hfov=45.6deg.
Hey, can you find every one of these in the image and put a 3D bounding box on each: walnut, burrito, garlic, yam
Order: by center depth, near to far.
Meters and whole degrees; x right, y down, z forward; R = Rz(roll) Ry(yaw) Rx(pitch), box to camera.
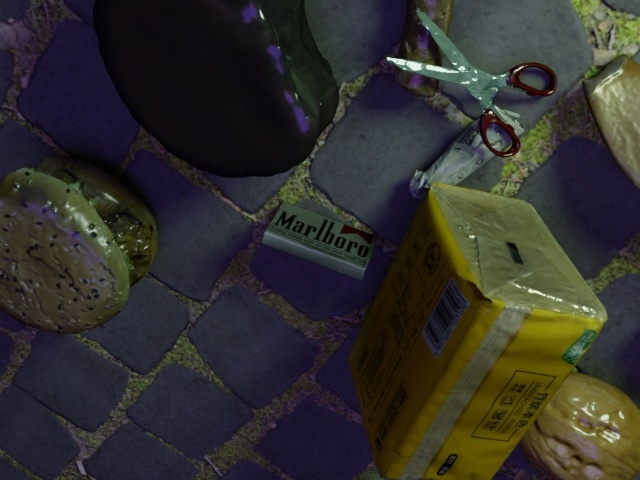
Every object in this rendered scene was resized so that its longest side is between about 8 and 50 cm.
[{"bbox_3d":[0.149,-0.372,1.041,0.081,0.081,0.357,10,121,10],"label":"yam"},{"bbox_3d":[0.490,-0.125,1.068,0.318,0.112,0.143,42,99,-3],"label":"garlic"},{"bbox_3d":[0.219,-0.129,1.173,0.064,0.064,0.203,44,120,-11],"label":"burrito"},{"bbox_3d":[0.444,0.327,1.304,0.221,0.195,0.195,29,123,7],"label":"walnut"}]

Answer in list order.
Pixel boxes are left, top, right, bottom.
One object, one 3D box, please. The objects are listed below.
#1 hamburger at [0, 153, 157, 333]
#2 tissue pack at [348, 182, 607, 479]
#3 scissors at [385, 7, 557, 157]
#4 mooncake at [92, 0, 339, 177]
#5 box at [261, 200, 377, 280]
[{"bbox_3d":[-0.447,0.017,1.366,0.276,0.195,0.318,25,125,3],"label":"hamburger"},{"bbox_3d":[0.217,0.151,1.178,0.228,0.293,0.382,10,125,-20],"label":"tissue pack"},{"bbox_3d":[0.212,-0.228,1.075,0.247,0.017,0.144,27,100,-20],"label":"scissors"},{"bbox_3d":[-0.142,-0.293,1.087,0.350,0.212,0.381,10,124,15],"label":"mooncake"},{"bbox_3d":[0.000,0.000,1.274,0.177,0.115,0.036,21,121,4],"label":"box"}]
